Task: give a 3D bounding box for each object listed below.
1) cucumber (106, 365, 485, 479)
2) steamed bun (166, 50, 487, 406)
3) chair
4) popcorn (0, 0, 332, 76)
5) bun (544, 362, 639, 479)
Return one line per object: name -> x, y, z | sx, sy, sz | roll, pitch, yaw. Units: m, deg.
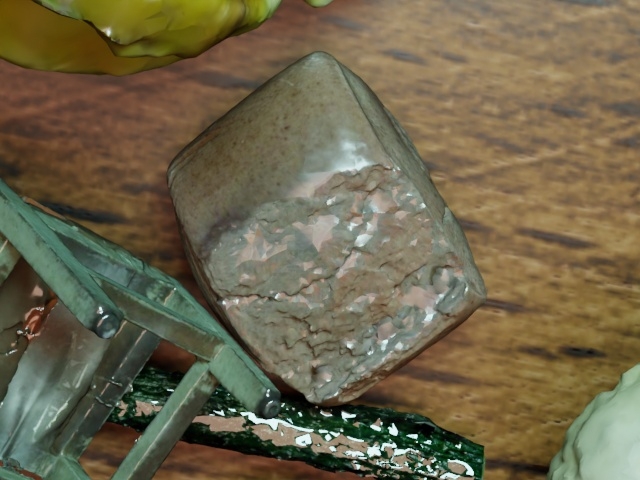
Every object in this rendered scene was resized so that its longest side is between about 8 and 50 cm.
cucumber -> -0.030, 0.106, 1.071 | 0.256, 0.043, 0.044 | 12, 102, -3
steamed bun -> 0.000, 0.000, 1.019 | 0.145, 0.106, 0.175 | -35, 102, 5
chair -> -0.162, 0.049, 0.998 | 0.147, 0.270, 0.136 | 30, 96, -43
popcorn -> -0.089, -0.238, 0.900 | 0.290, 0.321, 0.326 | 17, 86, 12
bun -> 0.276, 0.209, 1.002 | 0.352, 0.227, 0.349 | 25, 76, -1
